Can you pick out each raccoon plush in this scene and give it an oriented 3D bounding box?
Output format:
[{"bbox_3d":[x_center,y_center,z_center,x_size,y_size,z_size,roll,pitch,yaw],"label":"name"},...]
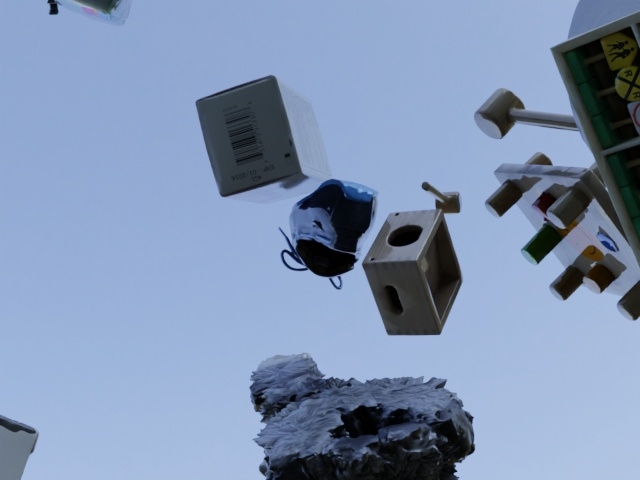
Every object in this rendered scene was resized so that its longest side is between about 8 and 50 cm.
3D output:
[{"bbox_3d":[0.064,0.300,1.059,0.216,0.446,0.299,-14,-80,-3],"label":"raccoon plush"}]

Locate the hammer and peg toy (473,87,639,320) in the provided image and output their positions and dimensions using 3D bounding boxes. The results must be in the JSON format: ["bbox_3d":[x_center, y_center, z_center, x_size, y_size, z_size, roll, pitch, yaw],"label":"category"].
[{"bbox_3d":[0.359,-0.049,1.454,0.127,0.266,0.361,-43,-72,-10],"label":"hammer and peg toy"}]

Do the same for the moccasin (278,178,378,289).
[{"bbox_3d":[0.000,0.000,1.520,0.137,0.117,0.342,13,-14,-2],"label":"moccasin"}]

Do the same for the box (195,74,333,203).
[{"bbox_3d":[-0.078,-0.143,1.478,0.126,0.149,0.232,-16,-4,11],"label":"box"}]

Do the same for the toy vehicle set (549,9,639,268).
[{"bbox_3d":[0.296,-0.051,0.725,0.166,0.035,0.267,-19,-81,40],"label":"toy vehicle set"}]

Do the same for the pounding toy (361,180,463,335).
[{"bbox_3d":[0.132,0.000,1.401,0.094,0.206,0.181,-4,-57,28],"label":"pounding toy"}]

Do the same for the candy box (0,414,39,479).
[{"bbox_3d":[-0.249,0.132,0.444,0.196,0.165,0.070,33,-35,-33],"label":"candy box"}]

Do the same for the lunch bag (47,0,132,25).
[{"bbox_3d":[-0.233,-0.375,1.092,0.107,0.224,0.279,17,-83,-12],"label":"lunch bag"}]

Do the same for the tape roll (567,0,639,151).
[{"bbox_3d":[0.314,-0.143,0.877,0.072,0.219,0.219,-17,-48,-21],"label":"tape roll"}]

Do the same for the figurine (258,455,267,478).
[{"bbox_3d":[-0.043,0.368,1.277,0.209,0.092,0.215,51,-118,-38],"label":"figurine"}]
